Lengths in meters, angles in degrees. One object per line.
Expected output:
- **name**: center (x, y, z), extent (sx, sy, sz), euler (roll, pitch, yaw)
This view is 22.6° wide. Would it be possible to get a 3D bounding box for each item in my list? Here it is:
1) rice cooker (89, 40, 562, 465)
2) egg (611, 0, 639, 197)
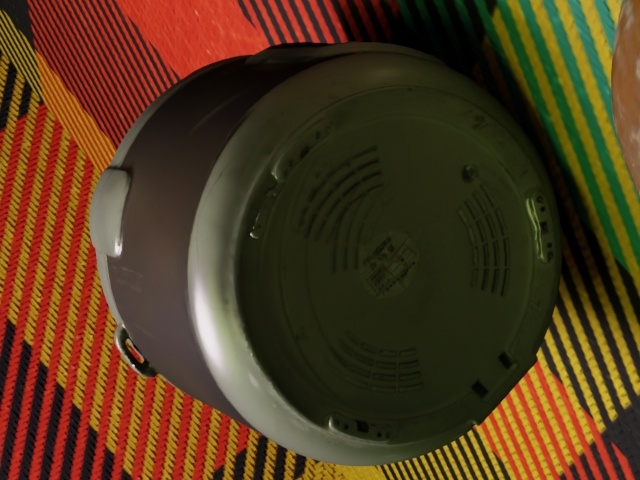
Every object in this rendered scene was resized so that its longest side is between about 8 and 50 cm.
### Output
- **rice cooker**: center (0.000, 0.000, 1.297), extent (0.335, 0.335, 0.325), euler (60, 162, -18)
- **egg**: center (0.236, -0.059, 0.753), extent (0.233, 0.195, 0.195), euler (43, 160, 23)
